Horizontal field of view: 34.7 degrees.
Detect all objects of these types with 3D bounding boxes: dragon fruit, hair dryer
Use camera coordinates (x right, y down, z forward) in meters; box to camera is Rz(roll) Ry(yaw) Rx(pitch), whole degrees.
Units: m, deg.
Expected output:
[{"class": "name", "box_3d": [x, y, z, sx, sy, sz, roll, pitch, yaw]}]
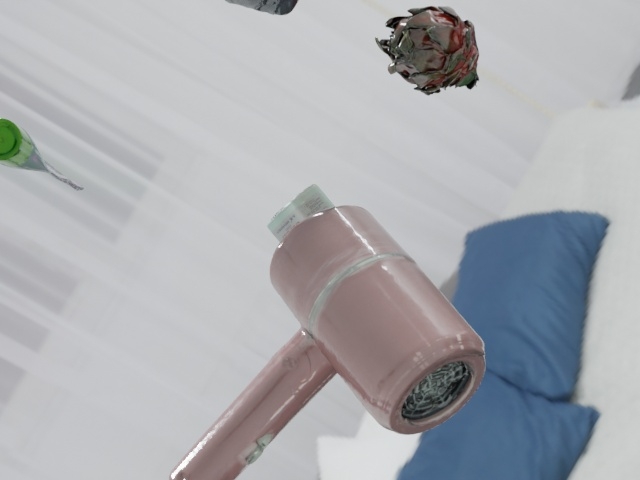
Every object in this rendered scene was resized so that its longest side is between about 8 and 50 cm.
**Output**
[{"class": "dragon fruit", "box_3d": [0.220, -0.374, 2.013, 0.182, 0.182, 0.189, -55, -26, 15]}, {"class": "hair dryer", "box_3d": [-0.019, 0.157, 0.997, 0.352, 0.125, 0.210, -48, 51, 11]}]

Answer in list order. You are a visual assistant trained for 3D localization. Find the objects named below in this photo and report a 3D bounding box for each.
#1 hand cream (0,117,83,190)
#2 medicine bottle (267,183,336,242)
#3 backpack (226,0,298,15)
[{"class": "hand cream", "box_3d": [-0.360, -0.104, 1.277, 0.050, 0.079, 0.275, -27, -3, -3]}, {"class": "medicine bottle", "box_3d": [0.000, 0.000, 1.237, 0.055, 0.118, 0.074, -39, -1, -41]}, {"class": "backpack", "box_3d": [-0.050, -0.496, 1.349, 0.317, 0.197, 0.283, 114, 162, -54]}]
